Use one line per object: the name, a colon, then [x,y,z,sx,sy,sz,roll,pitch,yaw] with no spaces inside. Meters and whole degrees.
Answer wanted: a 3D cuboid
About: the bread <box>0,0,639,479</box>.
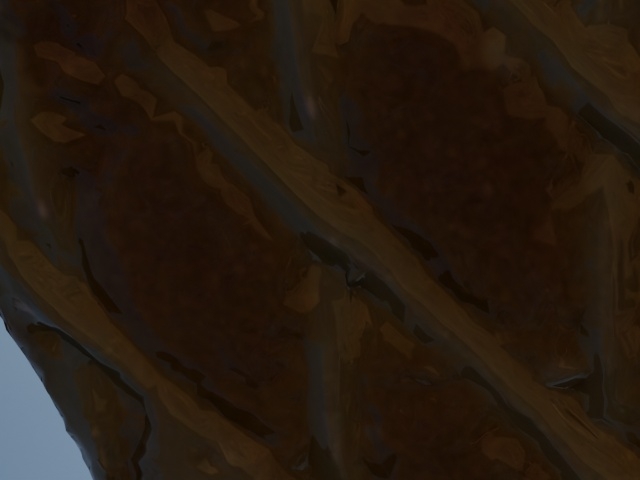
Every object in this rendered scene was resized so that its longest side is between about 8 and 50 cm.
bread: [0.069,-0.056,0.478,0.390,0.371,0.279,63,-168,-16]
